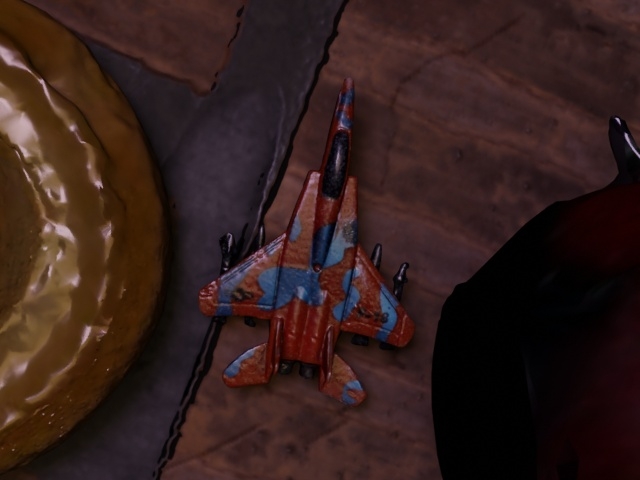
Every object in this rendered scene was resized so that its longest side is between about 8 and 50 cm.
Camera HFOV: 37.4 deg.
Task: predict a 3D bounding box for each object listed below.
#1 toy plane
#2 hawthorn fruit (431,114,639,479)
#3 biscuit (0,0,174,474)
[{"bbox_3d":[0.000,0.000,0.557,0.130,0.061,0.189,10,87,-4],"label":"toy plane"},{"bbox_3d":[0.199,0.101,0.468,0.316,0.316,0.316,0,92,-4],"label":"hawthorn fruit"},{"bbox_3d":[-0.230,-0.003,0.521,0.296,0.102,0.296,0,90,-5],"label":"biscuit"}]
